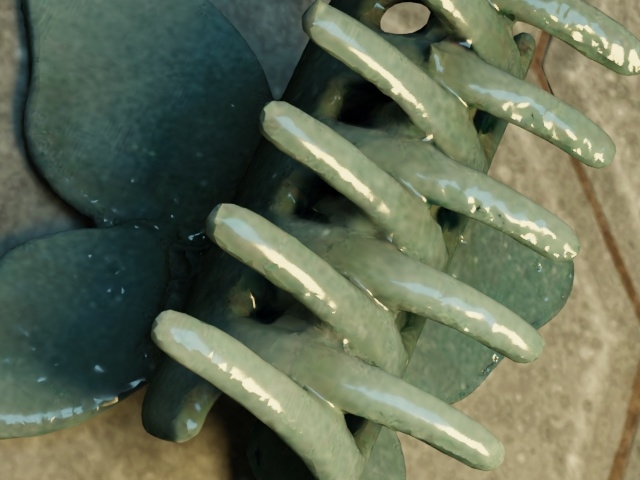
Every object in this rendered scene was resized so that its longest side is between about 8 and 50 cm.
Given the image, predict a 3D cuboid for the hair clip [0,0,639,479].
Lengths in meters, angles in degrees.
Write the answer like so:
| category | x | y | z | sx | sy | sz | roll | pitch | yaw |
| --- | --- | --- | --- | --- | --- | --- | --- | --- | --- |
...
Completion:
| category | x | y | z | sx | sy | sz | roll | pitch | yaw |
| --- | --- | --- | --- | --- | --- | --- | --- | --- | --- |
| hair clip | 0.000 | 0.000 | 1.010 | 0.392 | 0.238 | 0.318 | 33 | 62 | -15 |
